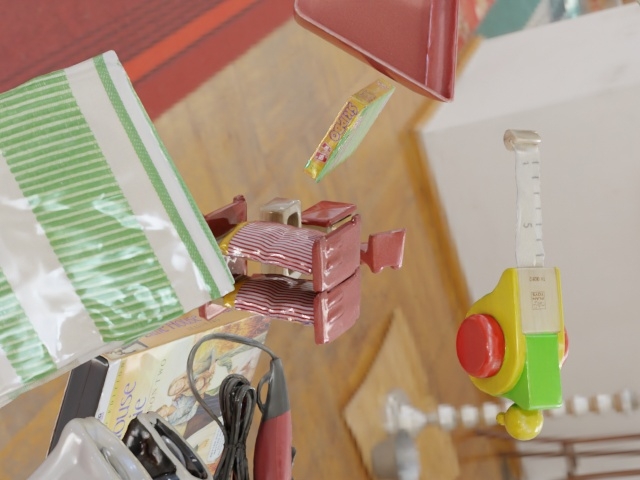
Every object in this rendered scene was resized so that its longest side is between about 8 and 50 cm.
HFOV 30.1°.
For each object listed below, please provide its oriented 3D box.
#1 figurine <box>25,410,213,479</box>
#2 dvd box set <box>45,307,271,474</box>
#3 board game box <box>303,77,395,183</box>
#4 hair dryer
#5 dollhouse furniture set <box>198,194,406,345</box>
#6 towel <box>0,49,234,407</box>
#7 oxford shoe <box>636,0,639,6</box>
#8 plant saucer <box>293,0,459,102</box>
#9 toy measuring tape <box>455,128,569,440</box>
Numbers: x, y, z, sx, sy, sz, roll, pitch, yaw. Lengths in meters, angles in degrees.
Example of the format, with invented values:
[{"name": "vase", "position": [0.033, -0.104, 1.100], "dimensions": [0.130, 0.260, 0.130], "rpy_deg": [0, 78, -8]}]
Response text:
[{"name": "figurine", "position": [-0.204, 0.237, 0.920], "dimensions": [0.092, 0.209, 0.215], "rpy_deg": [47, 4, 13]}, {"name": "dvd box set", "position": [-0.234, 0.252, 1.732], "dimensions": [0.420, 0.062, 0.307], "rpy_deg": [-13, 124, -62]}, {"name": "board game box", "position": [0.042, -0.158, 1.681], "dimensions": [0.039, 0.124, 0.259], "rpy_deg": [33, 18, 1]}, {"name": "hair dryer", "position": [-0.042, 0.244, 1.064], "dimensions": [0.293, 0.223, 0.080], "rpy_deg": [38, 1, -8]}, {"name": "dollhouse furniture set", "position": [0.000, 0.000, 1.690], "dimensions": [0.374, 0.201, 0.152], "rpy_deg": [-33, 127, -57]}, {"name": "towel", "position": [-0.268, 0.008, 1.032], "dimensions": [0.248, 0.325, 0.038], "rpy_deg": [63, 6, -8]}, {"name": "oxford shoe", "position": [0.397, -0.222, 1.074], "dimensions": [0.449, 0.169, 0.130], "rpy_deg": [40, 20, -15]}, {"name": "plant saucer", "position": [0.070, -0.325, 1.552], "dimensions": [0.259, 0.048, 0.258], "rpy_deg": [25, 55, -28]}, {"name": "toy measuring tape", "position": [0.202, 0.050, 1.292], "dimensions": [0.121, 0.121, 0.330], "rpy_deg": [13, 73, -66]}]
